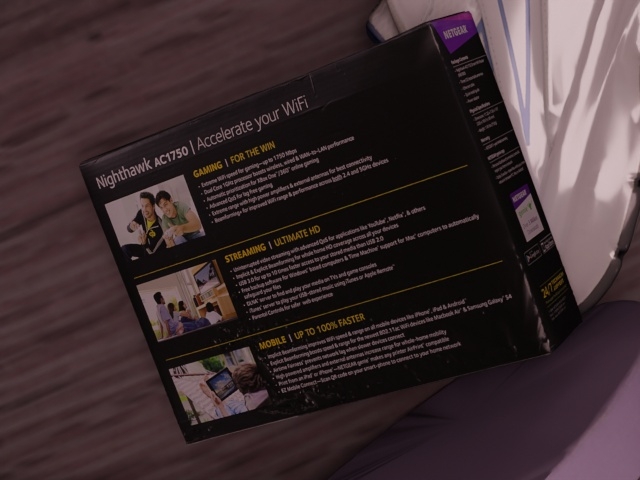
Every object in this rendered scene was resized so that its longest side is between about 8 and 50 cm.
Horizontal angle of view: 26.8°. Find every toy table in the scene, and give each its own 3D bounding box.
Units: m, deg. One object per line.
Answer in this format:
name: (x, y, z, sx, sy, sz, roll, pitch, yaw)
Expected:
toy table: (0.076, 0.159, 0.521, 0.274, 0.252, 0.161, -37, 97, -28)

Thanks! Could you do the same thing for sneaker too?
sneaker: (0.090, -0.120, 0.560, 0.129, 0.111, 0.297, 12, 92, 6)

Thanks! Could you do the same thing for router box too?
router box: (0.000, 0.000, 0.553, 0.178, 0.046, 0.133, -18, 96, 30)
